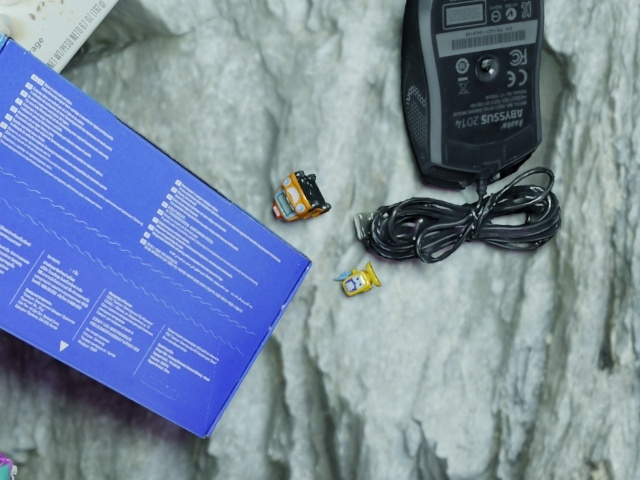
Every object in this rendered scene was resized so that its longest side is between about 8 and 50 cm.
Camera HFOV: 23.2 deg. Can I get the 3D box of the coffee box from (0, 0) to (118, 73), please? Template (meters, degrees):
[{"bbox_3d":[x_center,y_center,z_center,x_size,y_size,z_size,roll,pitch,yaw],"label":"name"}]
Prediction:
[{"bbox_3d":[-0.230,-0.213,1.123,0.168,0.119,0.297,43,77,-22],"label":"coffee box"}]

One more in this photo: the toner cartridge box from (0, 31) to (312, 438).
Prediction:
[{"bbox_3d":[-0.164,0.002,1.106,0.348,0.075,0.165,38,79,-46],"label":"toner cartridge box"}]

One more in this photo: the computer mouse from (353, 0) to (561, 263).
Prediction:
[{"bbox_3d":[0.115,-0.123,1.303,0.188,0.072,0.272,-6,107,-24],"label":"computer mouse"}]

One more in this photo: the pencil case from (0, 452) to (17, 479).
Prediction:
[{"bbox_3d":[-0.245,0.235,1.170,0.070,0.064,0.152,-16,99,-8],"label":"pencil case"}]

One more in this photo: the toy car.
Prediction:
[{"bbox_3d":[0.000,0.000,1.266,0.040,0.060,0.122,-29,97,14],"label":"toy car"}]
